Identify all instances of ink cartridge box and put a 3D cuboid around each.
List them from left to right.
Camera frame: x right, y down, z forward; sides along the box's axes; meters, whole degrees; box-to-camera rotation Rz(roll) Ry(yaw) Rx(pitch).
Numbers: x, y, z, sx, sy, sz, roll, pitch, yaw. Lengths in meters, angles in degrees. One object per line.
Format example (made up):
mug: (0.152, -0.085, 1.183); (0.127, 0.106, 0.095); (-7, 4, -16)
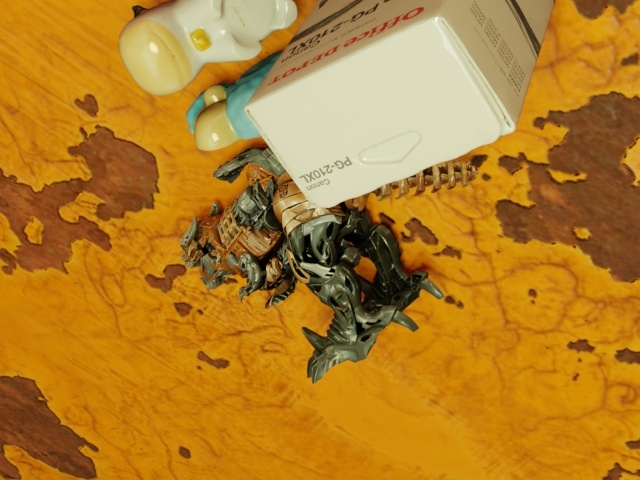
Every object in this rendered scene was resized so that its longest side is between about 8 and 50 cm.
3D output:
ink cartridge box: (0.070, -0.149, 0.833); (0.172, 0.237, 0.100); (-21, 117, 34)

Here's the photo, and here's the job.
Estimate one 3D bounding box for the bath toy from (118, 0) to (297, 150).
bath toy: (-0.136, -0.247, 0.924); (0.129, 0.151, 0.348); (24, 145, 54)

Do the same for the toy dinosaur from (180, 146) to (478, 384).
toy dinosaur: (0.000, 0.000, 1.057); (0.322, 0.164, 0.218); (-16, 105, 56)
